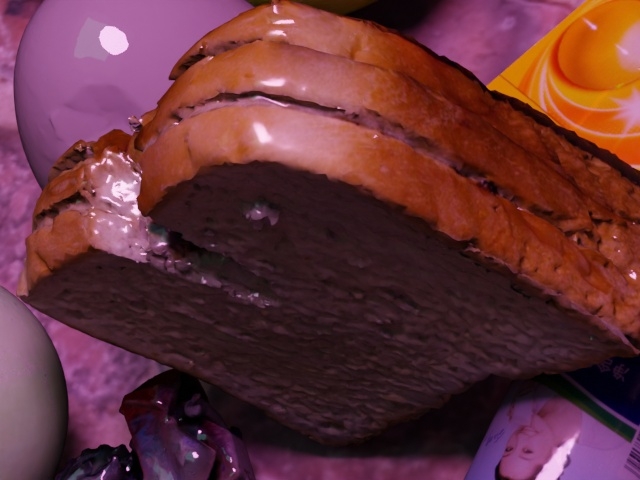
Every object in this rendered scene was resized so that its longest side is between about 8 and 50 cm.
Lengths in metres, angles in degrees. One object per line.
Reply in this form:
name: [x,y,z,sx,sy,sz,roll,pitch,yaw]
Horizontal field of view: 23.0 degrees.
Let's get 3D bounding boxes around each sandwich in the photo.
sandwich: [0.000,0.001,0.789,0.273,0.249,0.095,-28,41,51]

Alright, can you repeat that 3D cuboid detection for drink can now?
drink can: [0.106,0.161,0.803,0.097,0.097,0.235,17,70,32]

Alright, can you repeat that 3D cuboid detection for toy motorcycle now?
toy motorcycle: [-0.050,0.147,0.896,0.213,0.082,0.122,17,79,23]

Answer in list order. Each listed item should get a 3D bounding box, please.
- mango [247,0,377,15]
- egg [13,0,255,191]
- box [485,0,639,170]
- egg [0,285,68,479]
mango: [-0.063,-0.260,1.083,0.382,0.201,0.225,9,87,41]
egg: [-0.091,-0.072,0.954,0.176,0.232,0.176,-9,61,16]
box: [0.184,-0.078,0.947,0.269,0.043,0.152,-42,52,-3]
egg: [-0.282,0.115,0.932,0.269,0.220,0.220,-22,54,10]
